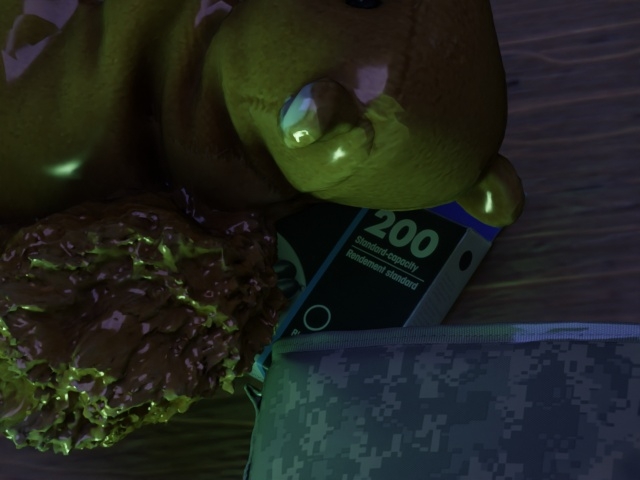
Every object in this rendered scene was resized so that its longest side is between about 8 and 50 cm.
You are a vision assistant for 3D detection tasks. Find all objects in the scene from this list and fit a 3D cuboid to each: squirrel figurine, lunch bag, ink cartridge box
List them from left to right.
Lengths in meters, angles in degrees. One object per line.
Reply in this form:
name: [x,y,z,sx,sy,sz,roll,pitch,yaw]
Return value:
squirrel figurine: [-0.064,-0.047,1.120,0.370,0.281,0.397,16,82,42]
ink cartridge box: [0.000,0.000,1.276,0.206,0.045,0.208,26,70,29]
lunch bag: [0.086,0.177,1.075,0.287,0.169,0.235,2,62,13]
